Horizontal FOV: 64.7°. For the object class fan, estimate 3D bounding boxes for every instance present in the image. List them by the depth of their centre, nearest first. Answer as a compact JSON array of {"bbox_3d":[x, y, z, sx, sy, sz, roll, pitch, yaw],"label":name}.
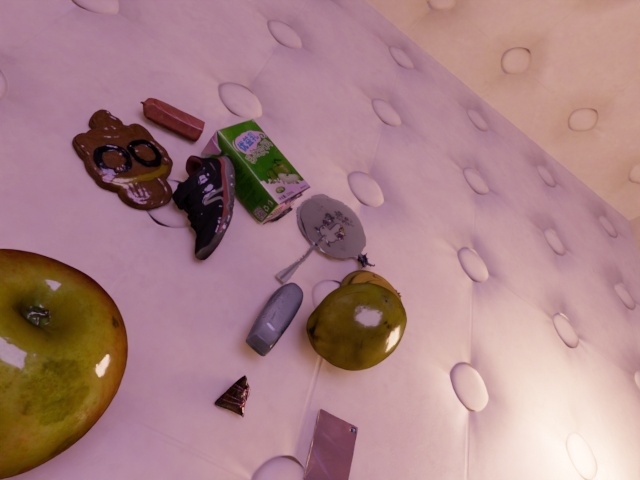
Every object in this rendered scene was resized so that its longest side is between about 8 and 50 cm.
[{"bbox_3d":[0.000,-0.001,1.439,0.233,0.012,0.414,38,43,2],"label":"fan"}]

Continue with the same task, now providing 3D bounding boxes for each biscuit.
[{"bbox_3d":[-0.460,-0.201,1.212,0.208,0.041,0.290,-27,79,-47],"label":"biscuit"}]

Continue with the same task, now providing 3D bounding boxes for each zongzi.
[{"bbox_3d":[-0.170,0.310,1.052,0.067,0.073,0.083,25,44,2],"label":"zongzi"}]

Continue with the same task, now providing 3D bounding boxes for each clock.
[{"bbox_3d":[0.158,0.178,1.423,0.237,0.057,0.236,22,48,-26],"label":"clock"}]

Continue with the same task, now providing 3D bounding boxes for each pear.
[{"bbox_3d":[0.094,0.207,1.239,0.269,0.212,0.212,-7,64,-30],"label":"pear"}]

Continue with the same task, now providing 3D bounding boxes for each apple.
[{"bbox_3d":[-0.467,0.171,0.748,0.340,0.339,0.339,21,49,-26],"label":"apple"}]

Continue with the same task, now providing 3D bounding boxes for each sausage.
[{"bbox_3d":[-0.396,-0.322,1.337,0.170,0.065,0.065,24,48,-25],"label":"sausage"}]

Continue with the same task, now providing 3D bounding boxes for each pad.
[{"bbox_3d":[0.023,0.485,1.128,0.113,0.006,0.187,33,47,-17],"label":"pad"}]

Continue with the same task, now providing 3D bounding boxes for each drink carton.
[{"bbox_3d":[-0.176,-0.187,1.381,0.271,0.108,0.161,50,40,4],"label":"drink carton"}]

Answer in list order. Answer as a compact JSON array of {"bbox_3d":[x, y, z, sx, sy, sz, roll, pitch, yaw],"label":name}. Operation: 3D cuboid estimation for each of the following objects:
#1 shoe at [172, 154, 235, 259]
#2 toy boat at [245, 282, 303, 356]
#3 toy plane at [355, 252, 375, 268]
[{"bbox_3d":[-0.285,-0.096,1.218,0.137,0.114,0.290,13,57,-25],"label":"shoe"},{"bbox_3d":[-0.104,0.177,1.206,0.078,0.085,0.260,43,32,-6],"label":"toy boat"},{"bbox_3d":[0.130,0.061,1.497,0.079,0.031,0.083,35,25,-11],"label":"toy plane"}]
